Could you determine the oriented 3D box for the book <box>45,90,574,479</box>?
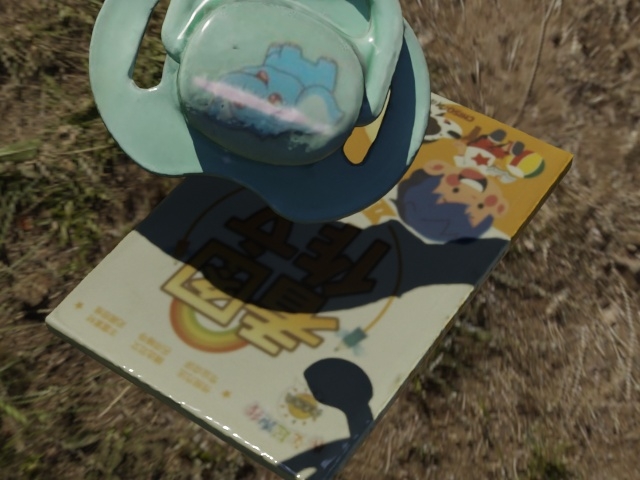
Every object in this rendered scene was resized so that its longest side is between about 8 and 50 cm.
[{"bbox_3d":[0.000,0.000,0.760,0.208,0.020,0.295,27,58,22],"label":"book"}]

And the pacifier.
[{"bbox_3d":[-0.026,-0.078,0.535,0.150,0.116,0.126,12,99,-11],"label":"pacifier"}]
